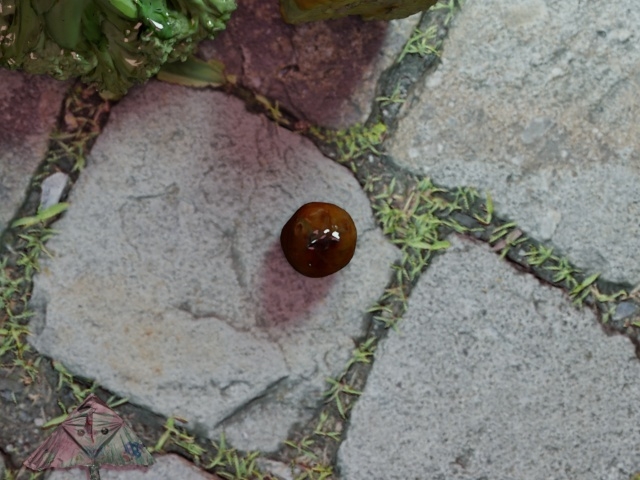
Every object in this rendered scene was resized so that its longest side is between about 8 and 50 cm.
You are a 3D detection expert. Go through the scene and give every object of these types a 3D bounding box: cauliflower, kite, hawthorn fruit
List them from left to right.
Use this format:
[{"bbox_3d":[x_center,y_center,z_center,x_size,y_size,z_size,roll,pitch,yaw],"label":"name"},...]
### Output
[{"bbox_3d":[-0.237,0.232,1.265,0.137,0.005,0.153,1,91,-6],"label":"kite"},{"bbox_3d":[-0.207,-0.267,1.142,0.272,0.250,0.275,26,92,-6],"label":"cauliflower"},{"bbox_3d":[0.000,0.000,1.251,0.081,0.093,0.081,0,92,-8],"label":"hawthorn fruit"}]

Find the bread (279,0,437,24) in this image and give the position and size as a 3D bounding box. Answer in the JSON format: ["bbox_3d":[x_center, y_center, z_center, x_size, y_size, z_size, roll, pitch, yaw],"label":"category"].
[{"bbox_3d":[0.030,-0.405,1.180,0.165,0.236,0.376,-6,91,-10],"label":"bread"}]
